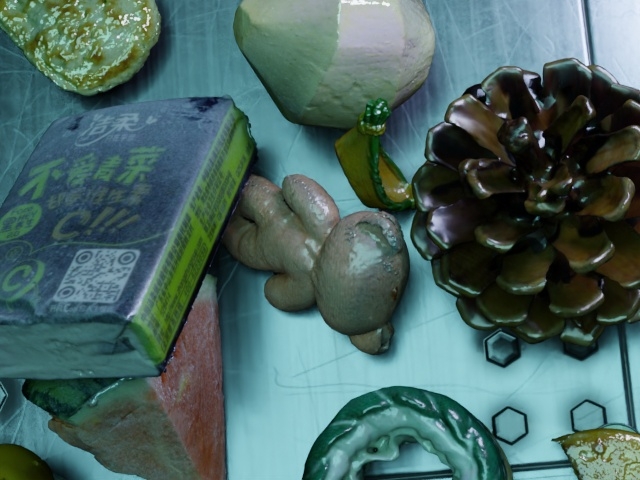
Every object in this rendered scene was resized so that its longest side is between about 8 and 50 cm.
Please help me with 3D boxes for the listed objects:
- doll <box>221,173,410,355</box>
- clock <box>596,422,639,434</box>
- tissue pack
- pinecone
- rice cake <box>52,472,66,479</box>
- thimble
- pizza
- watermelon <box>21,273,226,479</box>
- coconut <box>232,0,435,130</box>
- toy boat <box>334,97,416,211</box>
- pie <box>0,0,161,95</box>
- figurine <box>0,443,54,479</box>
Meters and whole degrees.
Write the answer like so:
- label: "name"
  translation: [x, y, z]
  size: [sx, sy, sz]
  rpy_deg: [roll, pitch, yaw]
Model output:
- label: "doll"
  translation: [0.000, 0.000, 1.967]
  size: [0.303, 0.156, 0.201]
  rpy_deg: [32, 127, 32]
- label: "clock"
  translation: [0.369, 0.268, 1.889]
  size: [0.085, 0.017, 0.085]
  rpy_deg: [-2, 78, 10]
- label: "tissue pack"
  translation: [-0.268, -0.008, 1.879]
  size: [0.288, 0.124, 0.394]
  rpy_deg: [-4, 43, 24]
- label: "pinecone"
  translation: [0.277, -0.067, 1.799]
  size: [0.384, 0.384, 0.385]
  rpy_deg: [-2, 78, 9]
- label: "rice cake"
  translation: [-0.300, 0.394, 1.969]
  size: [0.211, 0.038, 0.124]
  rpy_deg: [22, 84, 14]
- label: "thimble"
  translation: [0.098, 0.323, 1.847]
  size: [0.254, 0.167, 0.288]
  rpy_deg: [34, 85, 17]
- label: "pizza"
  translation: [0.369, 0.296, 1.853]
  size: [0.178, 0.041, 0.131]
  rpy_deg: [2, 77, 10]
- label: "watermelon"
  translation: [-0.204, 0.171, 1.927]
  size: [0.292, 0.283, 0.250]
  rpy_deg: [27, 99, -12]
- label: "coconut"
  translation: [0.007, -0.263, 1.936]
  size: [0.259, 0.259, 0.259]
  rpy_deg: [-2, 78, 9]
- label: "toy boat"
  translation: [0.078, -0.099, 1.918]
  size: [0.088, 0.229, 0.089]
  rpy_deg: [-17, 57, 14]
- label: "pie"
  translation: [-0.333, -0.314, 2.097]
  size: [0.201, 0.090, 0.248]
  rpy_deg: [-40, 75, -11]
- label: "figurine"
  translation: [-0.450, 0.358, 1.927]
  size: [0.215, 0.215, 0.228]
  rpy_deg: [19, 102, 13]
